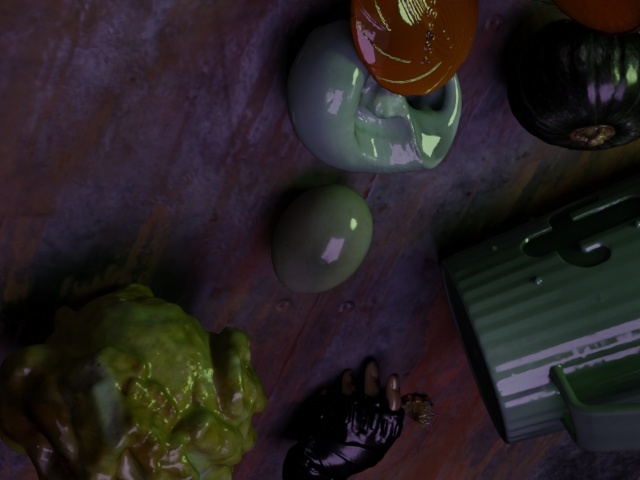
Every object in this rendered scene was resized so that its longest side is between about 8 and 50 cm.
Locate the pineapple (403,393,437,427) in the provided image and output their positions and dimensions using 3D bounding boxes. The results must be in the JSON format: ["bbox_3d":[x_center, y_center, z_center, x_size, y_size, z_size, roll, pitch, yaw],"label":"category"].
[{"bbox_3d":[0.149,0.253,1.934,0.045,0.019,0.083,-33,132,11],"label":"pineapple"}]

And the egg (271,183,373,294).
[{"bbox_3d":[0.000,0.000,1.567,0.114,0.114,0.152,18,122,-36],"label":"egg"}]

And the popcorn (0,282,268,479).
[{"bbox_3d":[-0.212,0.199,1.514,0.312,0.312,0.312,-13,134,-13],"label":"popcorn"}]

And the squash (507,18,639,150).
[{"bbox_3d":[0.315,-0.182,1.509,0.193,0.156,0.193,17,156,8],"label":"squash"}]

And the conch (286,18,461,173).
[{"bbox_3d":[0.060,-0.164,1.440,0.221,0.121,0.185,25,110,-38],"label":"conch"}]

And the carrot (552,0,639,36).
[{"bbox_3d":[0.409,-0.333,1.385,0.331,0.214,0.193,-18,136,-13],"label":"carrot"}]

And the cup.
[{"bbox_3d":[0.386,0.089,1.649,0.392,0.401,0.310,-20,97,-1],"label":"cup"}]

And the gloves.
[{"bbox_3d":[0.046,0.265,1.841,0.164,0.124,0.203,-1,141,-47],"label":"gloves"}]

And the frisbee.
[{"bbox_3d":[0.111,-0.249,1.379,0.192,0.035,0.192,-10,105,-40],"label":"frisbee"}]
